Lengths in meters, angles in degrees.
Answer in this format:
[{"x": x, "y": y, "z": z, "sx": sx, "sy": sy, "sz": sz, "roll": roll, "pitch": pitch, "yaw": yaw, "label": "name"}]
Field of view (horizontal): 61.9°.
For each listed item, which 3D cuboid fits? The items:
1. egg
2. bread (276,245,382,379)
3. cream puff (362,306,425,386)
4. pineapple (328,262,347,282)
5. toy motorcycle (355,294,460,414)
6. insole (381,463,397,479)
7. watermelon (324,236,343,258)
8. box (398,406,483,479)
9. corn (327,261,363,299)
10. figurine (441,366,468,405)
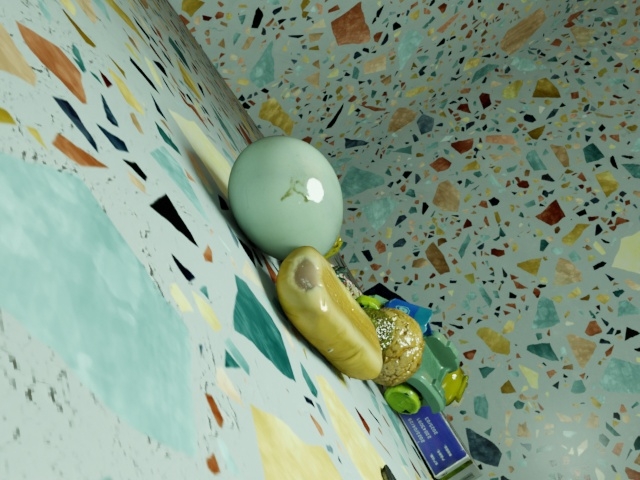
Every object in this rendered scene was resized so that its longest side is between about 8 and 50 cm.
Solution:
[{"x": -0.052, "y": -0.059, "z": 0.896, "sx": 0.183, "sy": 0.183, "sz": 0.264, "roll": 61, "pitch": -2, "yaw": 39, "label": "egg"}, {"x": 0.018, "y": 0.136, "z": 0.895, "sx": 0.305, "sy": 0.091, "sz": 0.142, "roll": 55, "pitch": 24, "yaw": -47, "label": "bread"}, {"x": 0.112, "y": 0.221, "z": 1.174, "sx": 0.169, "sy": 0.183, "sz": 0.183, "roll": 24, "pitch": 26, "yaw": -39, "label": "cream puff"}, {"x": -0.029, "y": 0.019, "z": 1.200, "sx": 0.221, "sy": 0.103, "sz": 0.083, "roll": 57, "pitch": 3, "yaw": -2, "label": "pineapple"}, {"x": 0.222, "y": 0.262, "z": 1.340, "sx": 0.326, "sy": 0.200, "sz": 0.191, "roll": 57, "pitch": 41, "yaw": -17, "label": "toy motorcycle"}, {"x": 0.177, "y": 0.476, "z": 0.823, "sx": 0.309, "sy": 0.012, "sz": 0.110, "roll": 58, "pitch": 5, "yaw": -4, "label": "insole"}, {"x": 0.000, "y": 0.000, "z": 1.540, "sx": 0.123, "sy": 0.129, "sz": 0.301, "roll": 61, "pitch": -1, "yaw": 12, "label": "watermelon"}, {"x": 0.335, "y": 0.564, "z": 1.482, "sx": 0.200, "sy": 0.106, "sz": 0.299, "roll": 58, "pitch": 2, "yaw": 39, "label": "box"}, {"x": 0.055, "y": 0.143, "z": 1.382, "sx": 0.280, "sy": 0.092, "sz": 0.092, "roll": 52, "pitch": 7, "yaw": -49, "label": "corn"}, {"x": 0.300, "y": 0.390, "z": 1.659, "sx": 0.327, "sy": 0.169, "sz": 0.218, "roll": 39, "pitch": -12, "yaw": 26, "label": "figurine"}]
